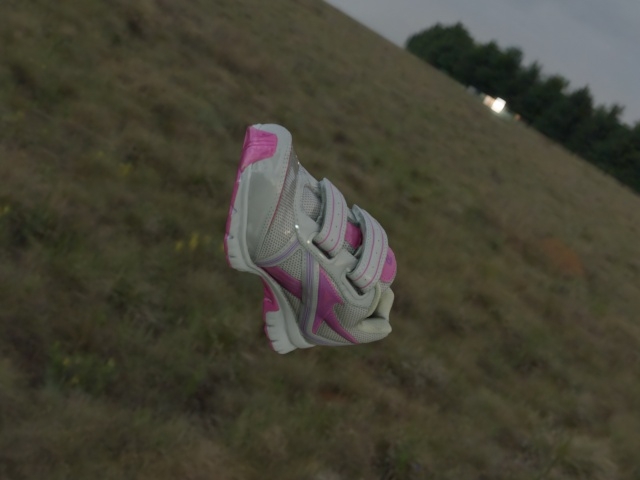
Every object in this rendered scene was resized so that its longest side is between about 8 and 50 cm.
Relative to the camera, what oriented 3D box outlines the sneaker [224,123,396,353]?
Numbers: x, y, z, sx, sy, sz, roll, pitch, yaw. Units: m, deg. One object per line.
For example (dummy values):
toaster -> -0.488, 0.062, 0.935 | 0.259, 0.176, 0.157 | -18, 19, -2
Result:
sneaker -> 0.000, 0.000, 0.842 | 0.111, 0.103, 0.252 | 0, -32, 14
